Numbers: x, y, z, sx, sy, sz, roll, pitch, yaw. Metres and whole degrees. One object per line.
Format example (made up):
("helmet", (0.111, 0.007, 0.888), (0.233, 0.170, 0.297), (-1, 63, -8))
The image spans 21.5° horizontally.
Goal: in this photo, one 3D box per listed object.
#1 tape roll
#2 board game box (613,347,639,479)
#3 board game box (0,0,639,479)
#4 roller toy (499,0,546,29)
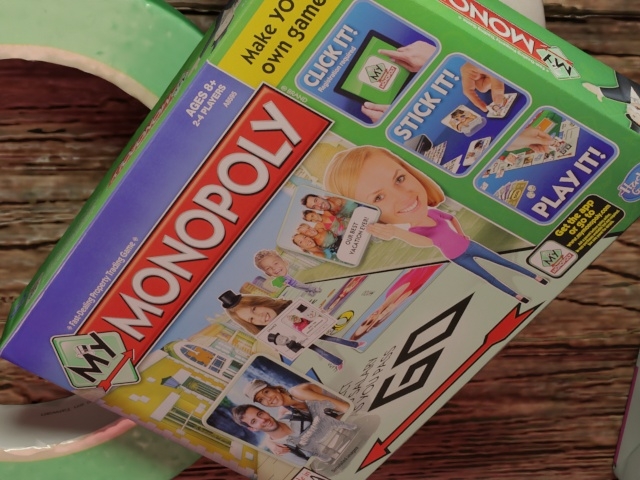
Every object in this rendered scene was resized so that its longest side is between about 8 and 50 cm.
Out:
("tape roll", (-0.173, 0.001, 0.960), (0.321, 0.077, 0.321), (-2, 104, -9))
("board game box", (0.361, 0.079, 1.069), (0.303, 0.097, 0.224), (8, 104, -11))
("board game box", (0.000, 0.000, 0.848), (0.213, 0.046, 0.317), (28, 129, -16))
("roller toy", (0.022, -0.133, 0.901), (0.146, 0.209, 0.191), (-18, 97, -6))
